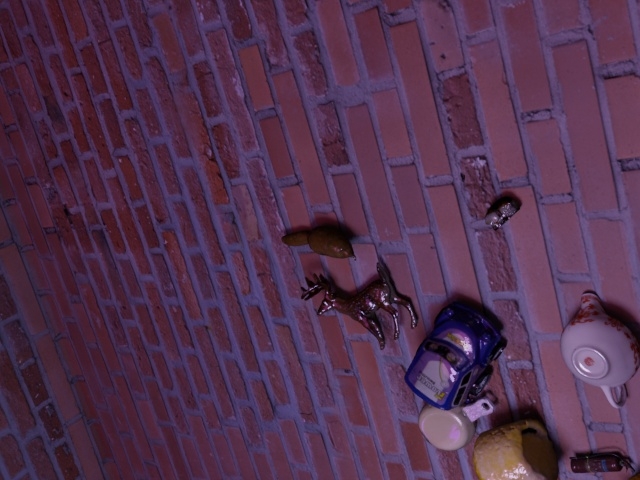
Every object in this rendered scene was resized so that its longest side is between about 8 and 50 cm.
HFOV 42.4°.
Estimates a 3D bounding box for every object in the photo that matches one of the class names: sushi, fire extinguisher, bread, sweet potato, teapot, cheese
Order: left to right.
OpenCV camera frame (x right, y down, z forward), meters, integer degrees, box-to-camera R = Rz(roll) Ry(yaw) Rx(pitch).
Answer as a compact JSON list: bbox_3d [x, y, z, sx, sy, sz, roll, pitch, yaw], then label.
[{"bbox_3d":[-0.001,-0.002,2.051,0.269,0.074,0.075,12,118,47],"label":"sweet potato"},{"bbox_3d":[0.332,0.429,1.990,0.137,0.064,0.227,52,134,2],"label":"cheese"},{"bbox_3d":[0.376,-0.058,1.730,0.046,0.044,0.083,49,131,8],"label":"sushi"},{"bbox_3d":[0.441,0.505,1.866,0.170,0.197,0.197,-35,87,33],"label":"bread"},{"bbox_3d":[0.572,0.237,1.685,0.159,0.116,0.246,-10,110,30],"label":"teapot"},{"bbox_3d":[0.615,0.487,1.807,0.132,0.039,0.056,-19,107,43],"label":"fire extinguisher"}]

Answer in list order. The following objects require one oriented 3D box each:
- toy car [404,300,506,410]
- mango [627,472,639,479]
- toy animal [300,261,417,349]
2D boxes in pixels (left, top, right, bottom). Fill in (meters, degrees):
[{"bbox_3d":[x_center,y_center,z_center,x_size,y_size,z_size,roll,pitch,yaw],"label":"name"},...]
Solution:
[{"bbox_3d":[0.296,0.267,1.870,0.172,0.158,0.235,34,122,23],"label":"toy car"},{"bbox_3d":[0.753,0.569,1.688,0.316,0.119,0.177,18,119,22],"label":"mango"},{"bbox_3d":[0.098,0.152,2.052,0.243,0.087,0.260,-39,82,30],"label":"toy animal"}]
